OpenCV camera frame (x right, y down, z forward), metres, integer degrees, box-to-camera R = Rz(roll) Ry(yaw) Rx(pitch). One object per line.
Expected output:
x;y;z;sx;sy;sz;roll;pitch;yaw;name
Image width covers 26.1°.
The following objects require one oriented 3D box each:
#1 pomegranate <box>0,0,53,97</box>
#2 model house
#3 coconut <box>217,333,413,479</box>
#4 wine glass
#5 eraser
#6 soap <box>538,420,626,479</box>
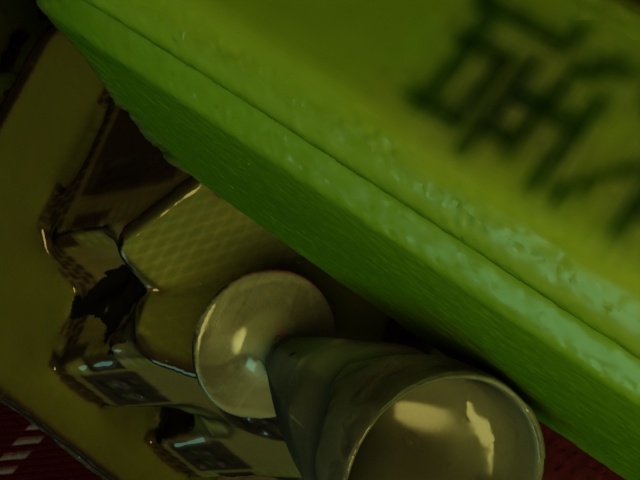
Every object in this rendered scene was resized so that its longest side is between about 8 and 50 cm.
-0.239;-0.137;0.865;0.202;0.202;0.248;45;-160;-30;pomegranate
0.000;0.000;0.628;0.279;0.204;0.218;-8;141;38;model house
-0.010;0.178;0.978;0.323;0.323;0.323;40;172;7;coconut
0.007;0.057;0.496;0.073;0.073;0.155;45;173;-29;wine glass
0.040;-0.027;0.429;0.274;0.092;0.210;36;172;24;eraser
0.211;0.181;0.717;0.289;0.112;0.182;39;169;19;soap
